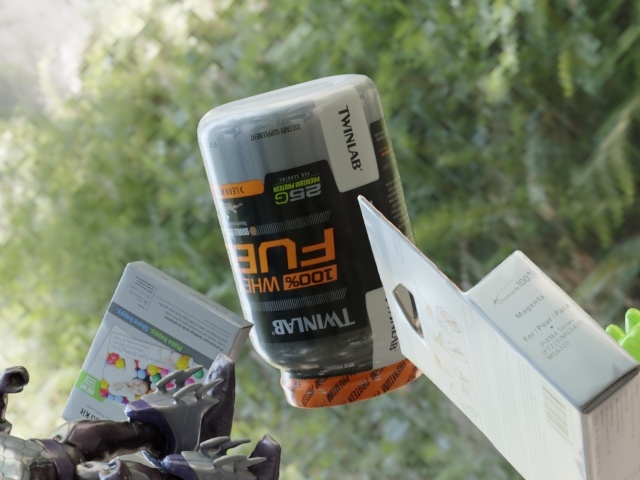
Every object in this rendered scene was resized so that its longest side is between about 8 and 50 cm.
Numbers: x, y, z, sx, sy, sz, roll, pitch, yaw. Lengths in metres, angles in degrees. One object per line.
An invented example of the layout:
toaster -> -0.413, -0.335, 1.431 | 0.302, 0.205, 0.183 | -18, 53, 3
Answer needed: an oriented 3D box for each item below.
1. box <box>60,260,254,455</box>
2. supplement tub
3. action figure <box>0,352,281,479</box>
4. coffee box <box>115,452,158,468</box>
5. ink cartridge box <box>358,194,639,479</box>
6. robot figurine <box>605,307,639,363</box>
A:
box -> -0.171, 0.136, 1.860 | 0.186, 0.145, 0.038 | -65, -18, 13
supplement tub -> 0.000, 0.000, 1.977 | 0.207, 0.338, 0.207 | -14, 9, 2
action figure -> -0.167, 0.151, 1.223 | 0.285, 0.185, 0.099 | -3, -55, -41
coffee box -> -0.208, 0.370, 1.746 | 0.168, 0.119, 0.297 | 114, 180, -67
ink cartridge box -> 0.143, 0.090, 1.364 | 0.060, 0.239, 0.275 | -38, -29, -11
robot figurine -> 0.295, 0.109, 1.532 | 0.101, 0.115, 0.067 | -36, -32, -16
